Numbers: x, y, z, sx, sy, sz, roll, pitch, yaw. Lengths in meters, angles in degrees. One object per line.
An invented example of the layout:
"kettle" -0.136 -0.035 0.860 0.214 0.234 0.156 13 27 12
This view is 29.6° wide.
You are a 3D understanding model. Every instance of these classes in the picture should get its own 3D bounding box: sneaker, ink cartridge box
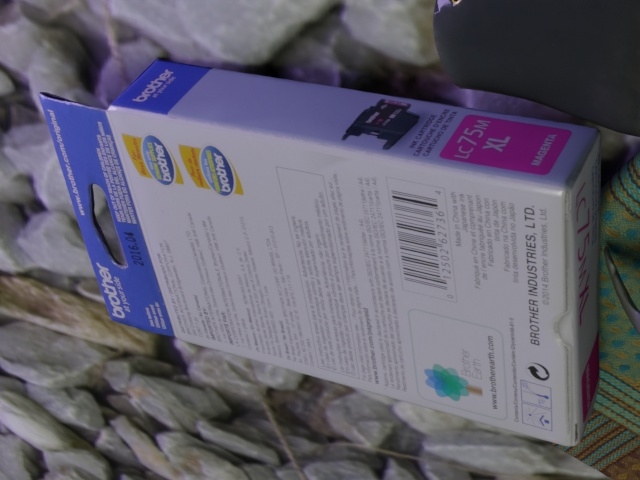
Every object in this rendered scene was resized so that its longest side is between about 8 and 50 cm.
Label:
"sneaker" 0.104 -0.139 0.505 0.118 0.083 0.222 12 133 20
"ink cartridge box" 0.000 0.000 0.682 0.311 0.065 0.185 11 134 23

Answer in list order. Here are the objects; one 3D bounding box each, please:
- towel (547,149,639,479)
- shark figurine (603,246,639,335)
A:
"towel" 0.258 0.043 0.651 0.271 0.040 0.370 32 138 -6
"shark figurine" 0.273 0.092 0.598 0.278 0.116 0.166 7 103 8
